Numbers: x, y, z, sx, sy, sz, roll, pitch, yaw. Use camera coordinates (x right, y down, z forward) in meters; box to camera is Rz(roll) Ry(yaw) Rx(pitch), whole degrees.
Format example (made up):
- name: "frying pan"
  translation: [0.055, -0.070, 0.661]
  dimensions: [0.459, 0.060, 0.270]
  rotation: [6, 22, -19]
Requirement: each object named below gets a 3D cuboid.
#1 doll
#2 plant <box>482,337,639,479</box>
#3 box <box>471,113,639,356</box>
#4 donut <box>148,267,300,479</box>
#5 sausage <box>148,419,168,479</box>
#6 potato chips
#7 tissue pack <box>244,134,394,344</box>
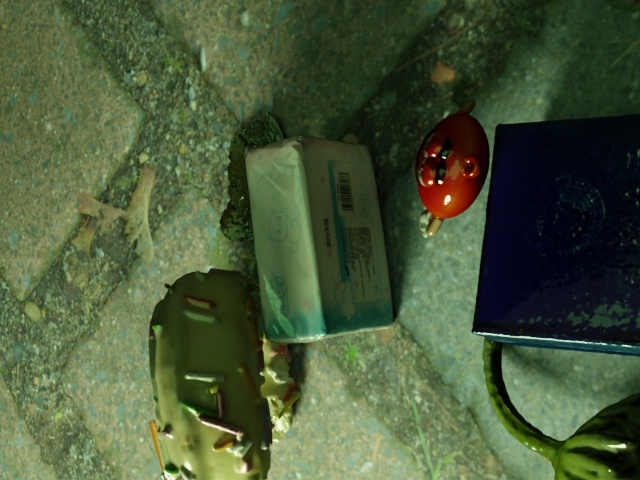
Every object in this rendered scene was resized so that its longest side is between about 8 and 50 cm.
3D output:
- name: "doll"
  translation: [0.158, -0.089, 1.252]
  dimensions: [0.085, 0.217, 0.183]
  rotation: [12, 102, -4]
- name: "plant"
  translation: [0.325, 0.260, 1.206]
  dimensions: [0.333, 0.180, 0.251]
  rotation: [25, 100, 64]
- name: "box"
  translation: [0.330, -0.004, 1.134]
  dimensions: [0.279, 0.116, 0.261]
  rotation: [1, 77, 37]
- name: "donut"
  translation: [-0.130, 0.189, 1.401]
  dimensions: [0.150, 0.371, 0.307]
  rotation: [-10, 93, 7]
- name: "sausage"
  translation: [-0.194, 0.427, 1.611]
  dimensions: [0.093, 0.093, 0.312]
  rotation: [-26, 77, 36]
- name: "potato chips"
  translation: [-0.110, -0.101, 1.566]
  dimensions: [0.142, 0.026, 0.209]
  rotation: [47, 118, 29]
- name: "tissue pack"
  translation: [-0.001, 0.000, 1.372]
  dimensions: [0.124, 0.201, 0.271]
  rotation: [-8, 87, 29]
